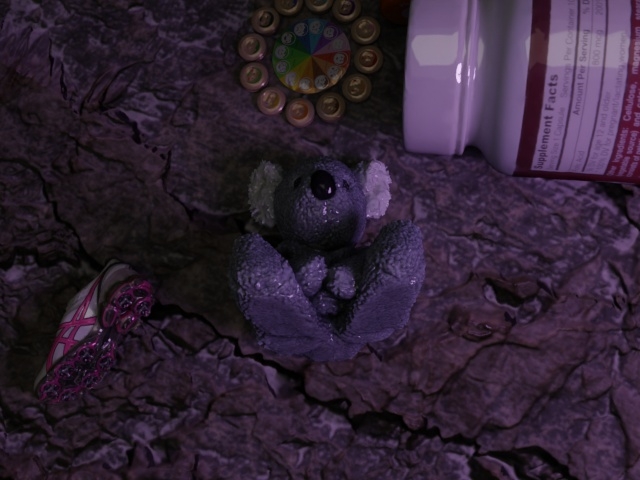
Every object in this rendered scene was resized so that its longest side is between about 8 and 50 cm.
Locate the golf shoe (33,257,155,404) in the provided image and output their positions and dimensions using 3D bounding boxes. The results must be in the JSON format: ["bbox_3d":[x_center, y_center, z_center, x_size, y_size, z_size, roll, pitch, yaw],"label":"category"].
[{"bbox_3d":[-0.273,0.107,0.949,0.086,0.067,0.186,36,86,39],"label":"golf shoe"}]

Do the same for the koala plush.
[{"bbox_3d":[0.000,0.000,0.887,0.196,0.203,0.221,-6,57,-2],"label":"koala plush"}]

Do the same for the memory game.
[{"bbox_3d":[-0.013,-0.228,0.994,0.186,0.012,0.186,-1,79,8],"label":"memory game"}]

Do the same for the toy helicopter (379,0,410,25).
[{"bbox_3d":[0.217,-0.352,0.871,0.354,0.235,0.140,-1,79,8],"label":"toy helicopter"}]

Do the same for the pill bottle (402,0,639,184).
[{"bbox_3d":[0.287,-0.171,0.833,0.392,0.224,0.224,5,80,9],"label":"pill bottle"}]
